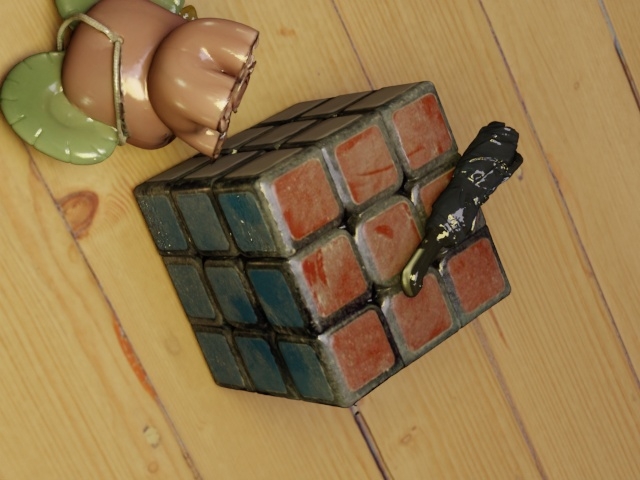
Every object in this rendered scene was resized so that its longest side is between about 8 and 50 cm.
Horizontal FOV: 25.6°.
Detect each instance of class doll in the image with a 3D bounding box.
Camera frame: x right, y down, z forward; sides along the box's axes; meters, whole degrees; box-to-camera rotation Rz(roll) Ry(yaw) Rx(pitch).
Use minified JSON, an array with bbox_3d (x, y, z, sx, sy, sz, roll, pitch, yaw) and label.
[{"bbox_3d":[-0.219,-0.212,1.662,0.268,0.216,0.284,21,73,-1],"label":"doll"}]

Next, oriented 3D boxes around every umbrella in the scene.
[{"bbox_3d":[0.165,-0.039,1.653,0.071,0.071,0.248,48,63,-24],"label":"umbrella"}]

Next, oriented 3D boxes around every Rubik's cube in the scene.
[{"bbox_3d":[0.000,0.000,1.762,0.304,0.301,0.305,-29,107,-32],"label":"Rubik's cube"}]

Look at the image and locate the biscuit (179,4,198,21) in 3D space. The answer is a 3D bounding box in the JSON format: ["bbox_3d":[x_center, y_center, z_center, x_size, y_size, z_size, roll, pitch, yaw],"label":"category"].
[{"bbox_3d":[-0.181,-0.252,1.810,0.081,0.018,0.083,-29,106,-32],"label":"biscuit"}]
